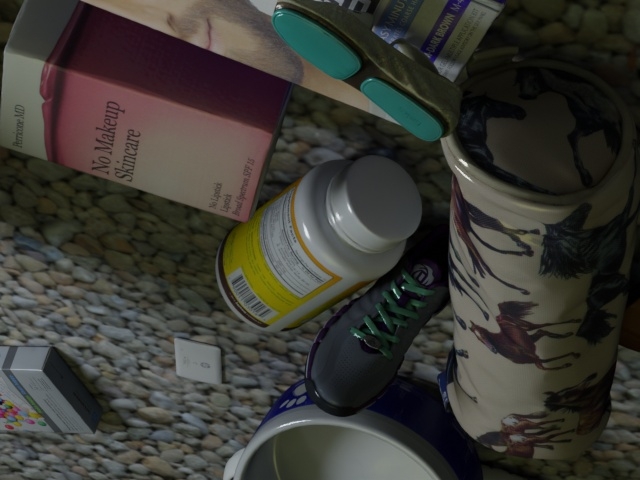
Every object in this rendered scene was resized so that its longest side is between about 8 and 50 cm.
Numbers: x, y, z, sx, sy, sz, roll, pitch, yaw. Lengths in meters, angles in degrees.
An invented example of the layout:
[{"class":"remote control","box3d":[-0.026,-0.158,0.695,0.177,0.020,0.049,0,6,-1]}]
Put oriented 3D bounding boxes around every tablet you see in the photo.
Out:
[{"class":"tablet","box3d":[-0.138,0.137,2.045,0.054,0.006,0.083,12,147,6]}]

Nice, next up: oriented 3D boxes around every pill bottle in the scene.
[{"class":"pill bottle","box3d":[0.000,0.000,1.680,0.117,0.117,0.215,30,145,-20]}]

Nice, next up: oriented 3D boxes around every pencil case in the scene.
[{"class":"pencil case","box3d":[0.181,0.020,1.575,0.183,0.160,0.410,49,158,33]}]

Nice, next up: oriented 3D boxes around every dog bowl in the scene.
[{"class":"dog bowl","box3d":[0.042,0.276,1.997,0.265,0.104,0.265,9,123,15]}]

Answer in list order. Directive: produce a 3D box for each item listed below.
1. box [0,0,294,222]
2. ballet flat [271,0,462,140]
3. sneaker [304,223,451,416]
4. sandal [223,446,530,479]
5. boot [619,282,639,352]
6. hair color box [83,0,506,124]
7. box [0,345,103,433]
[{"class":"box","box3d":[-0.143,-0.131,1.539,0.232,0.127,0.148,17,147,-1]},{"class":"ballet flat","box3d":[0.035,-0.136,1.333,0.168,0.052,0.057,37,150,-20]},{"class":"sneaker","box3d":[0.062,0.062,1.664,0.083,0.223,0.098,34,142,7]},{"class":"sandal","box3d":[0.081,0.334,2.153,0.416,0.102,0.169,4,145,19]},{"class":"boot","box3d":[0.416,0.095,1.667,0.280,0.096,0.264,29,165,-11]},{"class":"hair color box","box3d":[-0.036,-0.223,1.377,0.339,0.110,0.185,22,148,-5]},{"class":"box","box3d":[-0.376,0.179,2.182,0.186,0.038,0.145,1,144,24]}]
